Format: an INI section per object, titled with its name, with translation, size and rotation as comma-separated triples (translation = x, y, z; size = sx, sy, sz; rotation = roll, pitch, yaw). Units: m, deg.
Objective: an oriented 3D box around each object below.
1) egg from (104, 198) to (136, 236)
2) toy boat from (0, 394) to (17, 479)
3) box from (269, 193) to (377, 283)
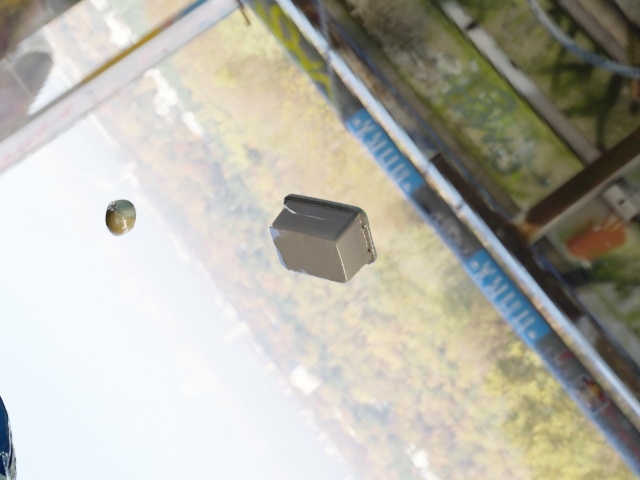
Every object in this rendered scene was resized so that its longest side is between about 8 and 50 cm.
[egg]
translation = -0.446, -0.049, 2.401
size = 0.071, 0.071, 0.083
rotation = 43, 129, 55
[toy boat]
translation = -0.453, 0.193, 1.321
size = 0.291, 0.070, 0.210
rotation = 21, 128, 50
[box]
translation = 0.000, 0.000, 1.314
size = 0.122, 0.062, 0.089
rotation = 12, 136, 32
